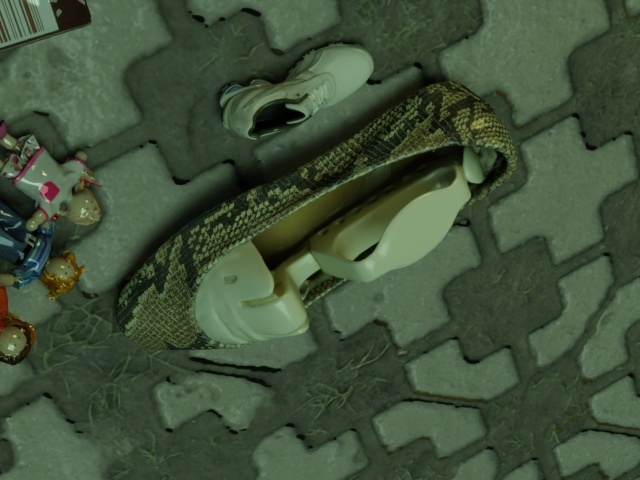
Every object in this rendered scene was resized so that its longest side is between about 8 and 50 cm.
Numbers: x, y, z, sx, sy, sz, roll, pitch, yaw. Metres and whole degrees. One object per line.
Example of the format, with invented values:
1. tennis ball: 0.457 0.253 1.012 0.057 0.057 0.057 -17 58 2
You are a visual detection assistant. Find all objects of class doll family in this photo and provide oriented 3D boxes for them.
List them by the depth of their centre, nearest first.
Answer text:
1. doll family: -0.315 0.020 1.120 0.163 0.263 0.118 41 142 -26

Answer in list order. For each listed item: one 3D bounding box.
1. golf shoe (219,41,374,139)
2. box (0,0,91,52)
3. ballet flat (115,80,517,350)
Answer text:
1. golf shoe: -0.015 -0.147 1.190 0.176 0.086 0.069 -25 126 -9
2. box: -0.301 -0.257 0.916 0.168 0.203 0.167 -21 126 -11
3. ballet flat: 0.000 0.000 1.228 0.482 0.182 0.164 -32 129 -2
